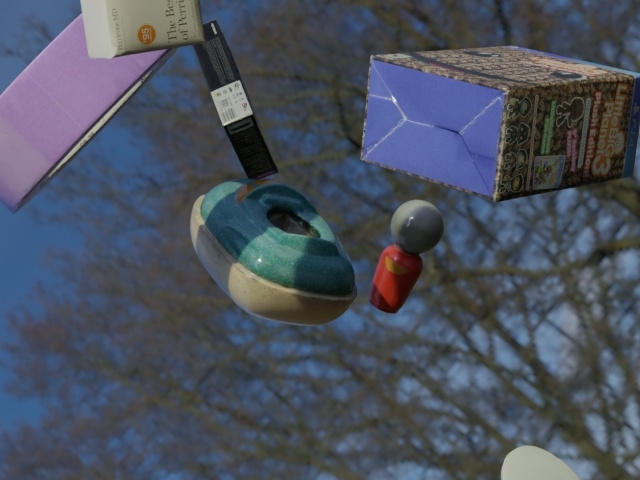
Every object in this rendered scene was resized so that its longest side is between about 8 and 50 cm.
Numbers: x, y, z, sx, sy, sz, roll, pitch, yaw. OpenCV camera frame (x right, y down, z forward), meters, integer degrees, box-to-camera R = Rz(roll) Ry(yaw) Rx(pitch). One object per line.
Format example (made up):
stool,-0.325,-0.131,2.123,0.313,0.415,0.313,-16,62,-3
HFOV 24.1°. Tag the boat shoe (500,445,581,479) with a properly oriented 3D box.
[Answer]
boat shoe,0.240,0.302,1.450,0.078,0.219,0.070,-22,-26,-20

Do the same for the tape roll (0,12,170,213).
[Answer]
tape roll,-0.266,-0.156,1.615,0.275,0.090,0.275,-44,7,7

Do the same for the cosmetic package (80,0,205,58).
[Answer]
cosmetic package,-0.172,-0.288,1.346,0.099,0.060,0.239,-14,-76,-27

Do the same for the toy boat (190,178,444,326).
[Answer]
toy boat,0.000,0.000,1.818,0.318,0.267,0.148,9,-66,-32

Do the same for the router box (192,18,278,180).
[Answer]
router box,-0.116,-0.184,1.978,0.046,0.179,0.133,-22,-34,0

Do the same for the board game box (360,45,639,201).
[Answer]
board game box,0.237,-0.159,1.938,0.291,0.232,0.141,-11,-68,-44
